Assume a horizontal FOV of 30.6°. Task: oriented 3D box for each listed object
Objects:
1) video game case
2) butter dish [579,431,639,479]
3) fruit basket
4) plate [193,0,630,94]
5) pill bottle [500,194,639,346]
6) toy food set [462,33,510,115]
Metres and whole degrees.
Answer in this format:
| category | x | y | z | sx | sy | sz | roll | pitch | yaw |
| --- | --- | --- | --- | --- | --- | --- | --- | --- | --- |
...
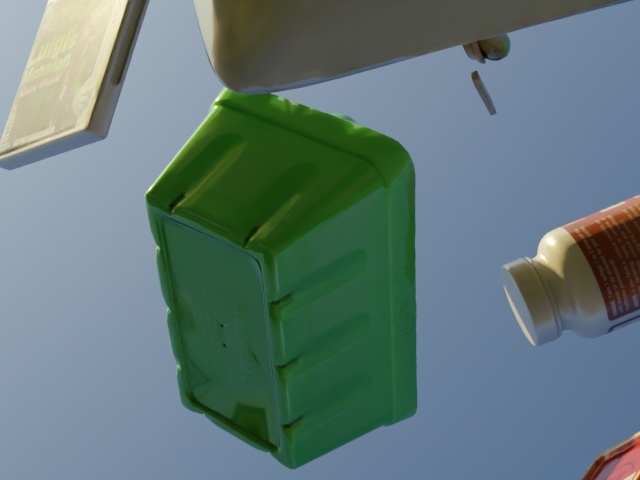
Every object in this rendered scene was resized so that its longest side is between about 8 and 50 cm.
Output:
| category | x | y | z | sx | sy | sz | roll | pitch | yaw |
| --- | --- | --- | --- | --- | --- | --- | --- | --- | --- |
| video game case | -0.211 | -0.153 | 1.001 | 0.190 | 0.022 | 0.173 | -8 | -118 | 52 |
| butter dish | 0.230 | 0.199 | 0.768 | 0.118 | 0.160 | 0.160 | 45 | -125 | 4 |
| fruit basket | 0.000 | 0.000 | 1.257 | 0.283 | 0.392 | 0.392 | 24 | -100 | 32 |
| plate | 0.064 | -0.201 | 0.467 | 0.277 | 0.045 | 0.278 | -14 | -122 | -4 |
| pill bottle | 0.303 | 0.027 | 1.208 | 0.216 | 0.121 | 0.121 | -22 | -121 | -3 |
| toy food set | 0.125 | -0.209 | 0.981 | 0.039 | 0.132 | 0.192 | -19 | -98 | 12 |
